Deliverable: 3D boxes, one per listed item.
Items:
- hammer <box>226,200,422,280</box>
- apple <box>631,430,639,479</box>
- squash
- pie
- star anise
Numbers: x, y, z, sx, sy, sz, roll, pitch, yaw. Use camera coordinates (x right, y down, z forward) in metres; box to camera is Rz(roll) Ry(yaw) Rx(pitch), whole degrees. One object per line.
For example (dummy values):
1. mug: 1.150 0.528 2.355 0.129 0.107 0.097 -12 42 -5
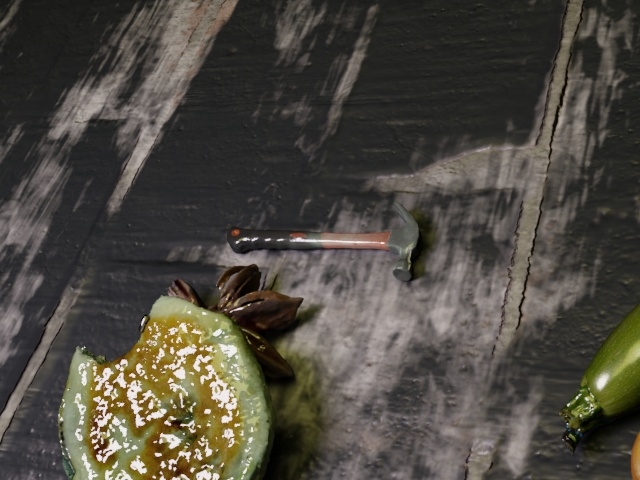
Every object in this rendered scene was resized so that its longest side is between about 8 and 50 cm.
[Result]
1. hammer: 0.000 0.000 1.361 0.288 0.033 0.111 0 52 26
2. apple: 0.377 0.201 0.908 0.182 0.182 0.155 -38 54 -9
3. squash: 0.365 0.094 1.069 0.331 0.087 0.087 -41 46 -10
4. pie: -0.182 0.211 1.180 0.302 0.067 0.302 -7 71 22
5. star anise: -0.134 0.119 1.288 0.236 0.093 0.229 -37 51 -2
